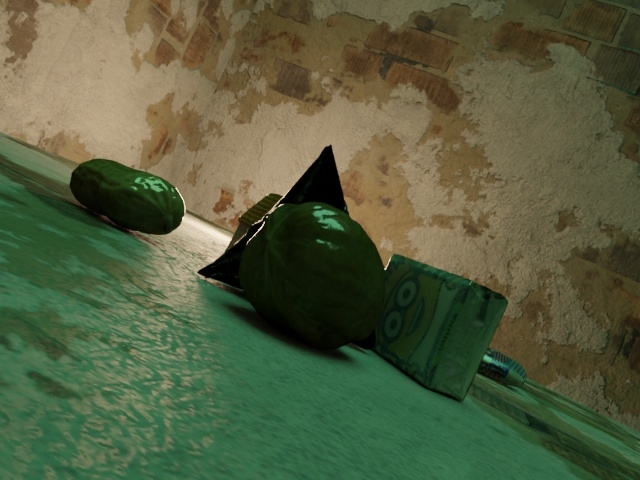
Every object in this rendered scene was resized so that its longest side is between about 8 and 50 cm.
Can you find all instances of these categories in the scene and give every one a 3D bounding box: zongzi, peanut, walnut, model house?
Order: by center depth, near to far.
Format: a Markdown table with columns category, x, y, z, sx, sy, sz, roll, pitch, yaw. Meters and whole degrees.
| category | x | y | z | sx | sy | sz | roll | pitch | yaw |
| --- | --- | --- | --- | --- | --- | --- | --- | --- | --- |
| walnut | -0.005 | 0.058 | 1.034 | 0.227 | 0.282 | 0.283 | -21 | -26 | 27 |
| zongzi | 0.000 | 0.000 | 1.245 | 0.384 | 0.362 | 0.319 | 28 | 16 | -30 |
| peanut | -0.461 | -0.108 | 1.381 | 0.291 | 0.143 | 0.159 | 23 | -12 | 17 |
| model house | -0.086 | 0.021 | 1.487 | 0.237 | 0.237 | 0.202 | 26 | -3 | -28 |

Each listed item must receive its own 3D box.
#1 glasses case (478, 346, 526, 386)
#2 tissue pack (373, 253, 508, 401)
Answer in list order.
| category | x | y | z | sx | sy | sz | roll | pitch | yaw |
| --- | --- | --- | --- | --- | --- | --- | --- | --- | --- |
| glasses case | 0.582 | 0.425 | 2.130 | 0.328 | 0.076 | 0.125 | 25 | 25 | 10 |
| tissue pack | 0.227 | 0.171 | 1.283 | 0.128 | 0.227 | 0.311 | 25 | 0 | -25 |
